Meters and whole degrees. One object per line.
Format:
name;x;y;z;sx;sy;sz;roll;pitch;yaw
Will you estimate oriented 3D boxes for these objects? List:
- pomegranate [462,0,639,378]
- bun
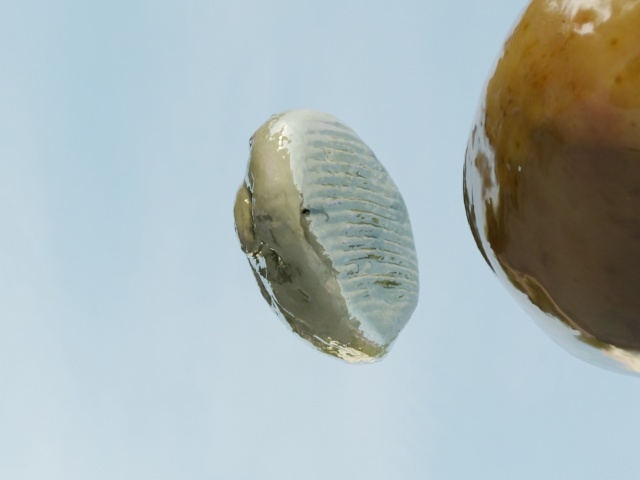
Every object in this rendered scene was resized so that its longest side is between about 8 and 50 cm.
pomegranate;0.184;-0.043;0.556;0.248;0.248;0.248;14;-57;23
bun;0.000;0.000;0.990;0.116;0.210;0.237;-15;-89;30
